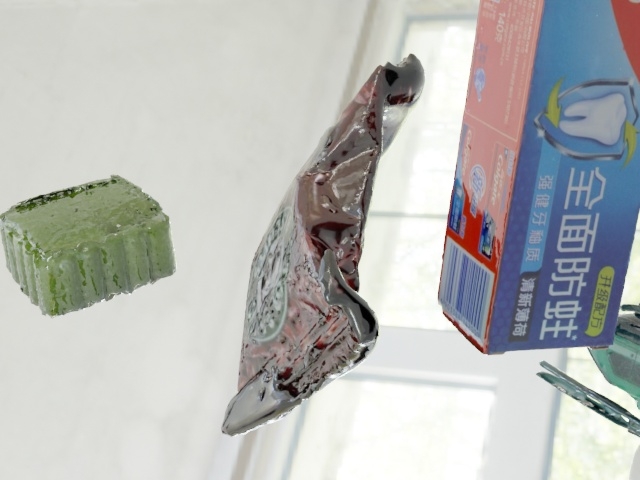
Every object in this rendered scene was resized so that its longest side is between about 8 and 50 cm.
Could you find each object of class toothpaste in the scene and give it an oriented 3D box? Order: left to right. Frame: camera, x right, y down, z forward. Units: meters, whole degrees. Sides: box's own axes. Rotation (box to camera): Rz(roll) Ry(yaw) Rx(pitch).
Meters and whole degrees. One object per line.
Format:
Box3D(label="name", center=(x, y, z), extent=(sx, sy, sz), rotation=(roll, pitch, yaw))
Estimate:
Box3D(label="toothpaste", center=(0.120, -0.102, 0.539), extent=(0.066, 0.076, 0.320), rotation=(-131, 43, -61))

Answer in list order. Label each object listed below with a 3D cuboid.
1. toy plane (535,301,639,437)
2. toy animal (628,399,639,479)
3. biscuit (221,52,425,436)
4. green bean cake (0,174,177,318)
Box3D(label="toy plane", center=(0.249, 0.106, 0.726), extent=(0.060, 0.235, 0.096), rotation=(-1, -65, -52))
Box3D(label="toy animal", center=(0.352, 0.179, 0.985), extent=(0.187, 0.165, 0.235), rotation=(98, 179, -61))
Box3D(label="biscuit", center=(0.003, -0.004, 0.689), extent=(0.151, 0.063, 0.235), rotation=(124, 164, -53))
Box3D(label="green bean cake", center=(-0.324, 0.003, 1.584), extent=(0.214, 0.200, 0.113), rotation=(-22, -56, -27))
